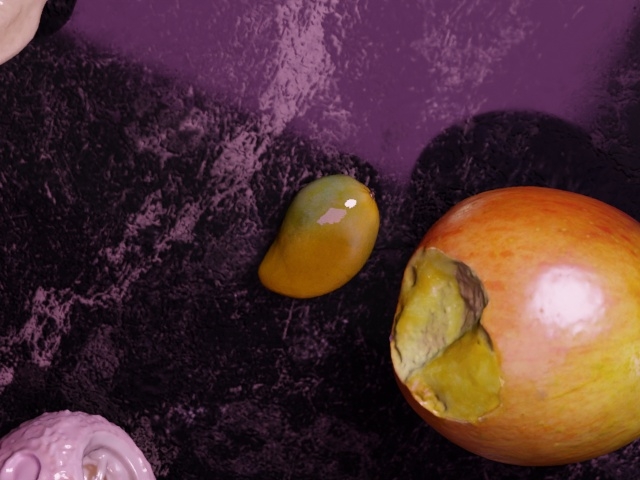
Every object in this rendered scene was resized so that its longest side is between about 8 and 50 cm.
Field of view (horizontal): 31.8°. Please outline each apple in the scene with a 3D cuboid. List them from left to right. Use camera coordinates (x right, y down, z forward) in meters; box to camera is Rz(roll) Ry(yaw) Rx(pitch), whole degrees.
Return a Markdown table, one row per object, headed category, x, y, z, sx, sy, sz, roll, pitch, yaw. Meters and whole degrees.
| category | x | y | z | sx | sy | sz | roll | pitch | yaw |
| --- | --- | --- | --- | --- | --- | --- | --- | --- | --- |
| apple | 0.260 | 0.099 | 1.311 | 0.339 | 0.339 | 0.339 | 2 | 111 | 5 |

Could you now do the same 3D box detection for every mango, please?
| category | x | y | z | sx | sy | sz | roll | pitch | yaw |
| --- | --- | --- | --- | --- | --- | --- | --- | --- | --- |
| mango | 0.004 | 0.000 | 1.448 | 0.122 | 0.085 | 0.191 | 21 | 122 | -13 |

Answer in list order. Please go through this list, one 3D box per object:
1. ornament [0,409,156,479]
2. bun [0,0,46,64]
| category | x | y | z | sx | sy | sz | roll | pitch | yaw |
| --- | --- | --- | --- | --- | --- | --- | --- | --- | --- |
| ornament | -0.354 | 0.368 | 1.535 | 0.225 | 0.259 | 0.259 | -32 | 105 | 23 |
| bun | -0.437 | -0.320 | 1.324 | 0.259 | 0.160 | 0.259 | -2 | 102 | -11 |
